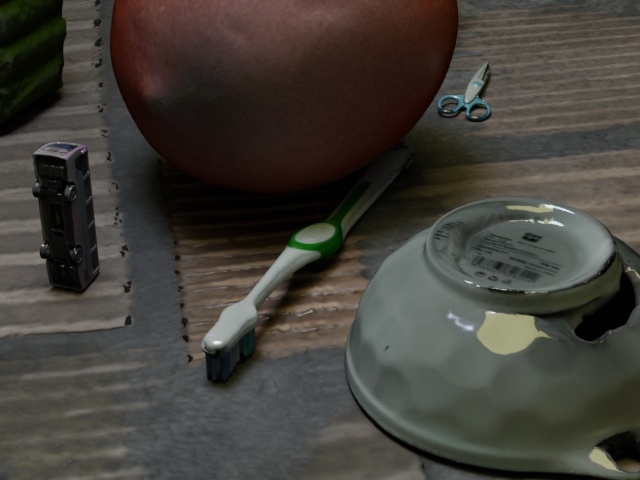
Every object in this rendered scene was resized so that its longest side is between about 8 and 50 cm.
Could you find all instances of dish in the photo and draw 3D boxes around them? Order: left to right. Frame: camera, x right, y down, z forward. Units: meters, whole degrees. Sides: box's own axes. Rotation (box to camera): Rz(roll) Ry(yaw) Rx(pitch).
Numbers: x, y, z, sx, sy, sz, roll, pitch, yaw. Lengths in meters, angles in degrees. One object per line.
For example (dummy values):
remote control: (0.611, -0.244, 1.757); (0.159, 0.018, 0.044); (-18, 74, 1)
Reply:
dish: (0.157, 0.052, 1.156); (0.303, 0.120, 0.303); (-2, 31, 1)

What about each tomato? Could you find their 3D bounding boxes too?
tomato: (-0.044, -0.194, 1.374); (0.321, 0.321, 0.321); (-1, 32, 1)

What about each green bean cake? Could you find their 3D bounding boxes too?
green bean cake: (-0.400, -0.264, 1.560); (0.247, 0.250, 0.156); (12, 35, 22)

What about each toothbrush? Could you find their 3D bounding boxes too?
toothbrush: (0.000, -0.005, 1.326); (0.042, 0.040, 0.418); (10, 33, 22)

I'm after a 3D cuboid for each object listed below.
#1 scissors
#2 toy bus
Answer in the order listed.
scissors: (0.166, -0.162, 1.599); (0.058, 0.014, 0.119); (14, 38, 16)
toy bus: (-0.216, -0.022, 1.276); (0.037, 0.131, 0.052); (9, 29, 19)
